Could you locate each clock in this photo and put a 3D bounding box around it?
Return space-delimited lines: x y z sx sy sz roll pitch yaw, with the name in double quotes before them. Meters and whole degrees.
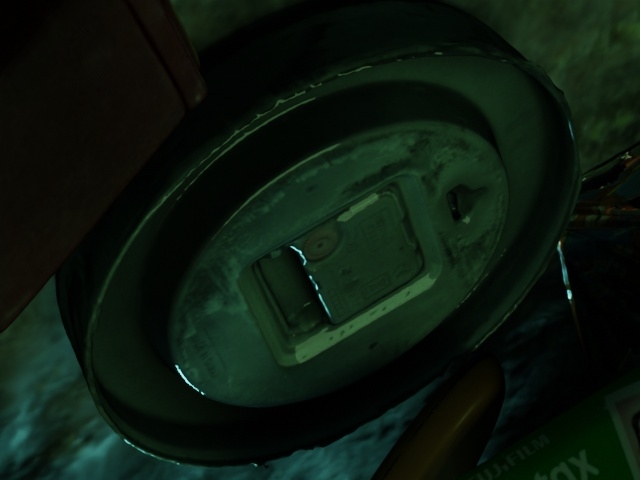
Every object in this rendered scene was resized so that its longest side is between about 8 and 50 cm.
"clock" 0.000 0.000 0.767 0.226 0.049 0.226 -22 142 -19

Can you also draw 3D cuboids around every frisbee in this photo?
"frisbee" 0.017 0.161 0.870 0.251 0.021 0.251 -52 166 -19

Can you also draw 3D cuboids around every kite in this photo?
"kite" 0.182 -0.016 0.919 0.183 0.014 0.241 9 123 -44

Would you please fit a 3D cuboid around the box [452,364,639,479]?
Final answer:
"box" 0.152 0.137 0.930 0.180 0.103 0.250 -32 162 -6

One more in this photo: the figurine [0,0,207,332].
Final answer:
"figurine" -0.106 -0.051 0.598 0.154 0.098 0.082 -54 144 -18
